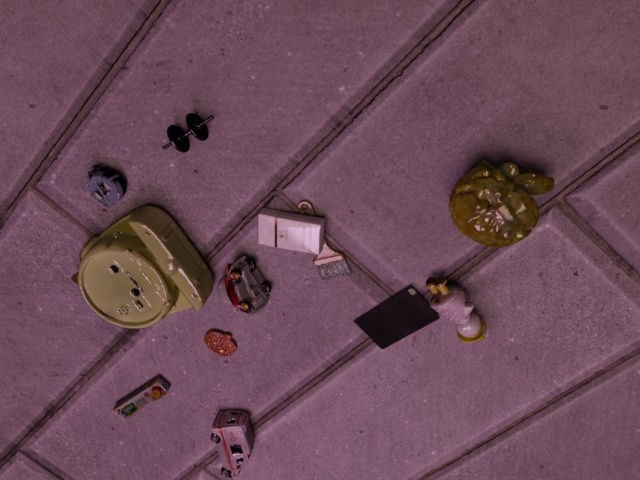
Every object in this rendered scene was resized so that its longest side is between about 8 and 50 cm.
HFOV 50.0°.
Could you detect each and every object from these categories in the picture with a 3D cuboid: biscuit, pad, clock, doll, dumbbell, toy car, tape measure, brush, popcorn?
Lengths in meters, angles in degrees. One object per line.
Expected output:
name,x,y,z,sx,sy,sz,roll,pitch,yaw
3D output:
biscuit,-0.266,0.273,1.840,0.091,0.015,0.078,41,117,-13
pad,0.187,0.196,1.706,0.193,0.004,0.116,-36,107,30
clock,-0.468,0.094,1.719,0.349,0.117,0.286,-25,111,23
doll,0.326,0.169,1.624,0.207,0.081,0.129,48,153,-19
dumbbell,-0.294,-0.239,1.522,0.147,0.069,0.069,-27,111,24
toy car,-0.242,0.588,1.974,0.108,0.089,0.209,-6,115,9
tape measure,-0.512,-0.131,1.636,0.094,0.054,0.091,32,126,-5
brush,0.000,0.000,1.634,0.083,0.010,0.218,-15,115,19
toy car,-0.203,0.114,1.695,0.112,0.112,0.139,-12,107,35
popcorn,0.378,-0.083,1.431,0.212,0.198,0.198,-41,106,2

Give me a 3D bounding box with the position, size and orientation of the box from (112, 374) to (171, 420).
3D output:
box,-0.518,0.455,1.979,0.207,0.041,0.050,-34,111,26

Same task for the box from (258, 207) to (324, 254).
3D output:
box,-0.069,-0.021,1.612,0.155,0.040,0.083,11,124,14
